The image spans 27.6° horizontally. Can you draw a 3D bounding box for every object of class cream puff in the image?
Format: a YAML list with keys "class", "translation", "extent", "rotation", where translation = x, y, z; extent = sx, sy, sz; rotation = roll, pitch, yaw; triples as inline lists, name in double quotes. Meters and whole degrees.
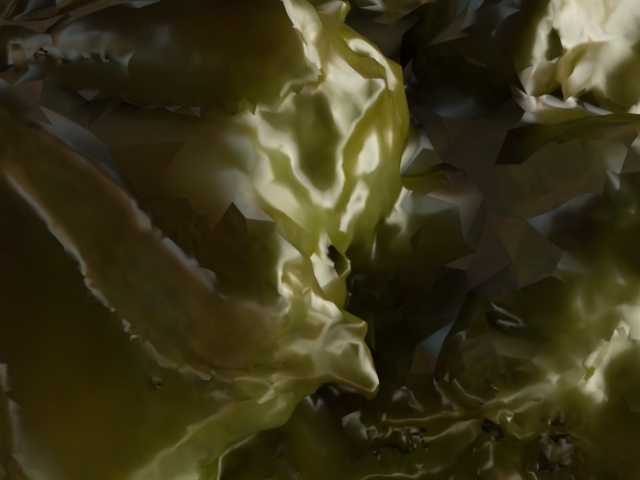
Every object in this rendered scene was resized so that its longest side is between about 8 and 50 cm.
- class: "cream puff"
  translation: [0.000, 0.000, 0.447]
  extent: [0.378, 0.275, 0.378]
  rotation: [-5, 47, 6]
